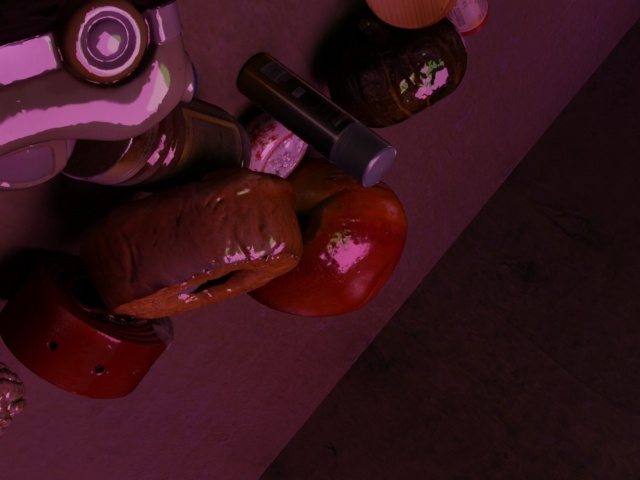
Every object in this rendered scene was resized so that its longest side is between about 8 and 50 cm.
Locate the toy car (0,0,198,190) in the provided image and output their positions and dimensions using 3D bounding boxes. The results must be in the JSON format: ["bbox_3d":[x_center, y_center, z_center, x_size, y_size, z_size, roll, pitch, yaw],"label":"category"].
[{"bbox_3d":[-0.313,-0.140,0.968,0.336,0.242,0.226,-23,123,-28],"label":"toy car"}]

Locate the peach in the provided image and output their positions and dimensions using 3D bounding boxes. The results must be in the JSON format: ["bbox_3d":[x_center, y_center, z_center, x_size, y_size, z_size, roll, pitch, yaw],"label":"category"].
[{"bbox_3d":[0.002,0.001,1.865,0.372,0.290,0.372,-39,154,-23],"label":"peach"}]

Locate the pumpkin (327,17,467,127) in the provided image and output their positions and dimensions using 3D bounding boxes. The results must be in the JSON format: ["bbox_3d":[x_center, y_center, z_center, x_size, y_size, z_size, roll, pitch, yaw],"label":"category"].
[{"bbox_3d":[0.127,-0.320,1.708,0.260,0.189,0.260,-28,-163,10],"label":"pumpkin"}]

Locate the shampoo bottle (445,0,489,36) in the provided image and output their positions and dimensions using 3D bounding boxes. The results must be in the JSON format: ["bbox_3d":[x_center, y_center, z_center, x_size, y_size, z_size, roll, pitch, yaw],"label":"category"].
[{"bbox_3d":[0.254,-0.493,1.827,0.104,0.104,0.278,-52,158,2],"label":"shampoo bottle"}]

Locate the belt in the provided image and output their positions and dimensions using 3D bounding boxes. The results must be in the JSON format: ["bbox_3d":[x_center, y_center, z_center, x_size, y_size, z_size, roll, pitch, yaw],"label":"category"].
[{"bbox_3d":[-0.349,0.126,1.459,0.115,0.227,0.324,-51,171,7],"label":"belt"}]

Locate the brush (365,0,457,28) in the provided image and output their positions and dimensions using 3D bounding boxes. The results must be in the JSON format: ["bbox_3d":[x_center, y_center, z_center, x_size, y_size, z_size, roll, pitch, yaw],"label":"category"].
[{"bbox_3d":[0.158,-0.498,1.580,0.166,0.174,0.266,-58,144,-47],"label":"brush"}]

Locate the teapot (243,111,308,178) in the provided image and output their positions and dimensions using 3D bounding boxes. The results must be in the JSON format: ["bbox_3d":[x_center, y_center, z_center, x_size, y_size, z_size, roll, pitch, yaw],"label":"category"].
[{"bbox_3d":[-0.095,-0.151,1.678,0.245,0.116,0.159,-55,171,5],"label":"teapot"}]

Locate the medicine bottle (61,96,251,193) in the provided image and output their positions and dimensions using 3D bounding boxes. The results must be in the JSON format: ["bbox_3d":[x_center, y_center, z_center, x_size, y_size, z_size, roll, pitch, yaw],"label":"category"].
[{"bbox_3d":[-0.233,-0.142,1.353,0.151,0.151,0.322,-56,158,11],"label":"medicine bottle"}]

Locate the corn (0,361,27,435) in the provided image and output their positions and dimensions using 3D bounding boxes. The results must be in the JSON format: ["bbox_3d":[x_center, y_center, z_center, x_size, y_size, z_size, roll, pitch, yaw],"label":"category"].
[{"bbox_3d":[-0.550,0.205,1.342,0.126,0.126,0.335,-50,155,-3],"label":"corn"}]

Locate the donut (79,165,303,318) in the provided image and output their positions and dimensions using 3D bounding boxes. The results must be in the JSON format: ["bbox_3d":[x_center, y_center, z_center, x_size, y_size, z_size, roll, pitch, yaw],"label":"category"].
[{"bbox_3d":[-0.184,0.007,1.379,0.317,0.150,0.299,-27,164,37],"label":"donut"}]

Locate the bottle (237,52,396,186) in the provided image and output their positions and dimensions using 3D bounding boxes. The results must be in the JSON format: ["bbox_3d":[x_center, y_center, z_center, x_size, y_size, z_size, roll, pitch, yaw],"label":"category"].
[{"bbox_3d":[-0.008,-0.196,1.531,0.082,0.286,0.082,-42,157,-23],"label":"bottle"}]
